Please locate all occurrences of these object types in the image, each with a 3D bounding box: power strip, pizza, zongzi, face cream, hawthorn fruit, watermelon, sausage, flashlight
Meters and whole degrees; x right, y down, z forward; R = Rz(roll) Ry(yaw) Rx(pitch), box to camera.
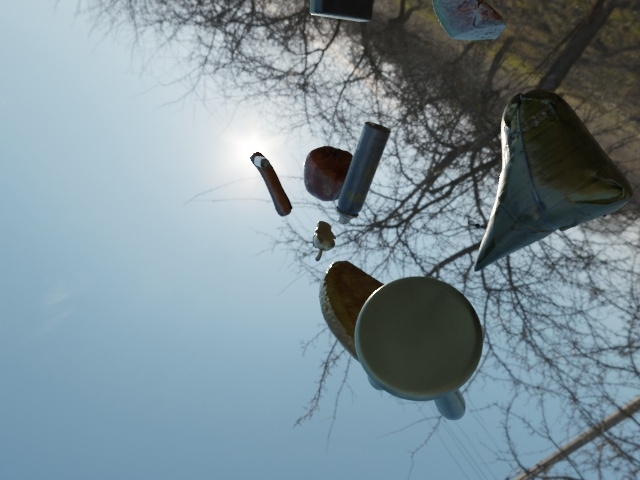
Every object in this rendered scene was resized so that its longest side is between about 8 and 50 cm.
[{"bbox_3d":[0.076,-0.780,1.317,0.256,0.105,0.070,-18,-147,-39],"label":"power strip"},{"bbox_3d":[0.074,0.158,0.967,0.268,0.087,0.258,35,-152,23],"label":"pizza"},{"bbox_3d":[0.447,-0.133,0.946,0.160,0.360,0.323,3,-123,-46],"label":"zongzi"},{"bbox_3d":[0.106,-0.172,1.087,0.073,0.284,0.073,15,-152,-8],"label":"face cream"},{"bbox_3d":[0.023,-0.201,1.308,0.179,0.200,0.179,14,-139,-12],"label":"hawthorn fruit"},{"bbox_3d":[0.298,-0.473,0.842,0.180,0.094,0.081,31,-109,3],"label":"watermelon"},{"bbox_3d":[-0.120,-0.139,0.991,0.040,0.047,0.177,-26,-91,-34],"label":"sausage"},{"bbox_3d":[-0.116,-0.156,0.803,0.018,0.018,0.083,-1,-166,-18],"label":"flashlight"}]

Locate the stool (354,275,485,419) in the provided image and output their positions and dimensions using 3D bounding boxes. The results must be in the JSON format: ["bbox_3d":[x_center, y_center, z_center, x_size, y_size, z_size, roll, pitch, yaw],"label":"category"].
[{"bbox_3d":[0.177,0.187,0.697,0.195,0.195,0.199,13,156,29],"label":"stool"}]

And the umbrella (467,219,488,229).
[{"bbox_3d":[0.552,-0.043,1.370,0.022,0.022,0.149,51,174,-28],"label":"umbrella"}]

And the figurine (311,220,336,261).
[{"bbox_3d":[0.000,0.000,0.831,0.047,0.051,0.083,27,-148,-17],"label":"figurine"}]
